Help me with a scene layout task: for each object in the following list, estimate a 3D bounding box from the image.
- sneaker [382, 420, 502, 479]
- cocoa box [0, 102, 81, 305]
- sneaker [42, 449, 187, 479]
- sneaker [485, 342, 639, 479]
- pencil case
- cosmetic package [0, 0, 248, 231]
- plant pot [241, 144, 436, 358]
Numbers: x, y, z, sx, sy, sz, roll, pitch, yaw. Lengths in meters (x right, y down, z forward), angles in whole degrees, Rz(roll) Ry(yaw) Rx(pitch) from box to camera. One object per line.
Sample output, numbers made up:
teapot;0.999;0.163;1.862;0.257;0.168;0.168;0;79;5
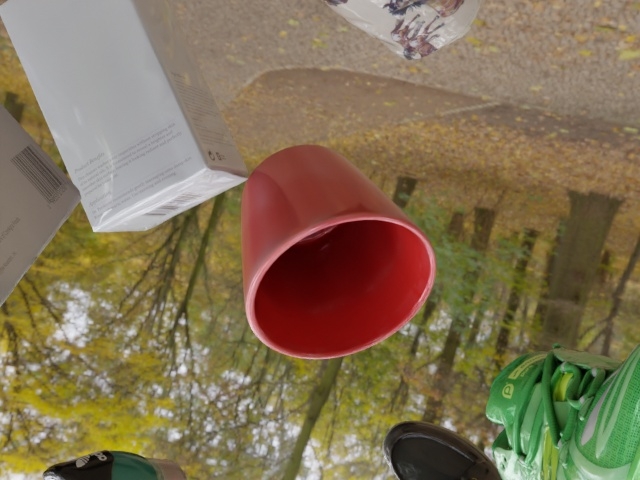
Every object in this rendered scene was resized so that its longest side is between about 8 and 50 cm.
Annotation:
sneaker;0.154;0.262;0.640;0.222;0.083;0.118;36;180;14
cocoa box;-0.407;-0.013;0.574;0.231;0.228;0.347;53;-174;-22
sneaker;-0.184;0.312;0.480;0.108;0.302;0.121;-21;146;40
sneaker;0.156;0.118;0.393;0.123;0.109;0.295;45;157;26
pencil case;0.015;-0.387;0.841;0.410;0.160;0.183;21;-162;-34
cosmetic package;-0.297;-0.227;0.997;0.217;0.385;0.156;-24;174;16
plant pot;0.000;0.000;0.976;0.275;0.275;0.243;14;-149;-30
